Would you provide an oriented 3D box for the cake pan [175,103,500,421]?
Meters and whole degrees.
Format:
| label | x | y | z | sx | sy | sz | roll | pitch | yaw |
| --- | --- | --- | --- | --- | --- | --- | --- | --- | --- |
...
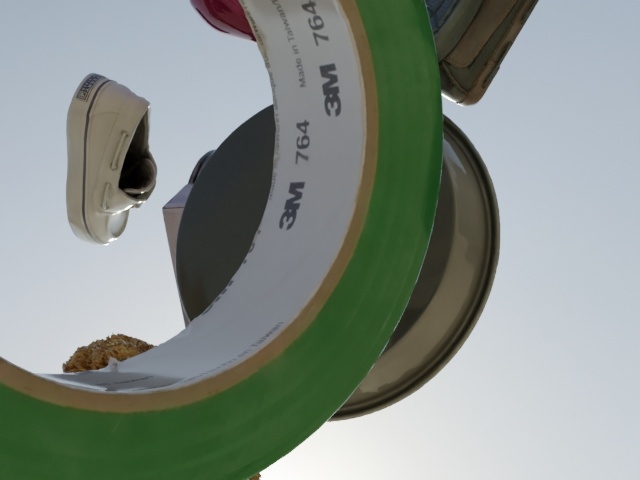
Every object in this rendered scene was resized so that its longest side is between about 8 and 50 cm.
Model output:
| label | x | y | z | sx | sy | sz | roll | pitch | yaw |
| --- | --- | --- | --- | --- | --- | --- | --- | --- | --- |
| cake pan | 0.000 | 0.000 | 0.927 | 0.293 | 0.293 | 0.054 | -37 | -30 | 11 |

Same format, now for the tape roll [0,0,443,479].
| label | x | y | z | sx | sy | sz | roll | pitch | yaw |
| --- | --- | --- | --- | --- | --- | --- | --- | --- | --- |
| tape roll | -0.089 | -0.052 | 0.472 | 0.321 | 0.077 | 0.321 | 0 | -91 | -37 |

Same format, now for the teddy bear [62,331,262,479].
| label | x | y | z | sx | sy | sz | roll | pitch | yaw |
| --- | --- | --- | --- | --- | --- | --- | --- | --- | --- |
| teddy bear | -0.125 | 0.235 | 1.119 | 0.113 | 0.338 | 0.245 | -32 | -15 | -17 |

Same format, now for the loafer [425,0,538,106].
| label | x | y | z | sx | sy | sz | roll | pitch | yaw |
| --- | --- | --- | --- | --- | --- | --- | --- | --- | --- |
| loafer | 0.167 | -0.235 | 0.960 | 0.084 | 0.096 | 0.267 | 40 | -98 | -26 |

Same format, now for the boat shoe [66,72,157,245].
| label | x | y | z | sx | sy | sz | roll | pitch | yaw |
| --- | --- | --- | --- | --- | --- | --- | --- | --- | --- |
| boat shoe | -0.227 | -0.076 | 1.270 | 0.088 | 0.096 | 0.267 | 22 | -41 | 7 |

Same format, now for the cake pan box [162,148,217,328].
| label | x | y | z | sx | sy | sz | roll | pitch | yaw |
| --- | --- | --- | --- | --- | --- | --- | --- | --- | --- |
| cake pan box | -0.080 | 0.031 | 1.235 | 0.070 | 0.246 | 0.267 | -2 | -67 | 15 |

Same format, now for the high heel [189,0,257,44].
| label | x | y | z | sx | sy | sz | roll | pitch | yaw |
| --- | --- | --- | --- | --- | --- | --- | --- | --- | --- |
| high heel | -0.042 | -0.287 | 1.161 | 0.181 | 0.377 | 0.127 | 45 | -57 | -1 |
